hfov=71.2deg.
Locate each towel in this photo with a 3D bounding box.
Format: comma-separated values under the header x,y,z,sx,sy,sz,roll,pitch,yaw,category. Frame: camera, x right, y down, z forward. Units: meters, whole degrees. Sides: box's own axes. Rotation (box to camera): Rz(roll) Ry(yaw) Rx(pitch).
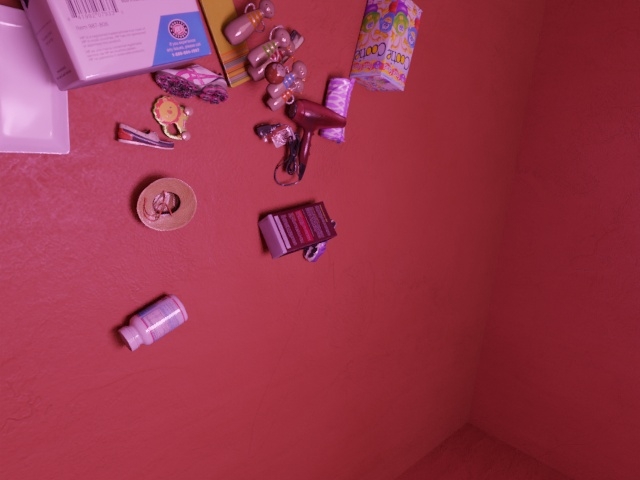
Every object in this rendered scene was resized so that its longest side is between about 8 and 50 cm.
x,y,z,sx,sy,sz,roll,pitch,yaw,category
-0.244,-0.536,1.181,0.102,0.021,0.237,-42,129,-36,towel

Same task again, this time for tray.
x,y,z,sx,sy,sz,roll,pitch,yaw,category
-0.586,-0.311,0.889,0.145,0.030,0.271,-8,108,-44,tray

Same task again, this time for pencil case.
x,y,z,sx,sy,sz,roll,pitch,yaw,category
0.055,-0.428,1.472,0.086,0.088,0.206,-2,103,-48,pencil case

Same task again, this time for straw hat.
x,y,z,sx,sy,sz,roll,pitch,yaw,category
-0.393,-0.097,1.135,0.144,0.061,0.145,-10,112,-26,straw hat

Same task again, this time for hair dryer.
x,y,z,sx,sy,sz,roll,pitch,yaw,category
-0.049,-0.326,1.393,0.293,0.080,0.224,-32,129,-9,hair dryer

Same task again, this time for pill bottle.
x,y,z,sx,sy,sz,roll,pitch,yaw,category
-0.438,0.216,1.170,0.160,0.087,0.087,-34,125,-34,pill bottle

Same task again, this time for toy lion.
x,y,z,sx,sy,sz,roll,pitch,yaw,category
-0.372,-0.305,1.115,0.096,0.034,0.100,1,102,-39,toy lion

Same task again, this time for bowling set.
x,y,z,sx,sy,sz,roll,pitch,yaw,category
-0.101,-0.466,1.176,0.154,0.200,0.287,-40,134,-6,bowling set

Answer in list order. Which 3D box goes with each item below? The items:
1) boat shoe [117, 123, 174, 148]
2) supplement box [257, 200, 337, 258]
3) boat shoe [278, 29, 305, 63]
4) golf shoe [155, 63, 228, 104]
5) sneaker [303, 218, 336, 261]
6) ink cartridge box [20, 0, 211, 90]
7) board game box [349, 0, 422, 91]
x,y,z,sx,sy,sz,roll,pitch,yaw,category
-0.416,-0.247,1.075,0.137,0.049,0.043,3,98,-42,boat shoe
-0.070,-0.037,1.443,0.239,0.073,0.130,-18,82,-41,supplement box
-0.110,-0.546,1.296,0.049,0.056,0.152,44,78,-17,boat shoe
-0.323,-0.401,1.119,0.186,0.067,0.086,2,70,-42,golf shoe
0.000,0.000,1.586,0.170,0.068,0.071,-57,151,-5,sneaker
-0.425,-0.526,0.859,0.285,0.166,0.395,-31,117,-37,ink cartridge box
0.224,-0.670,1.529,0.144,0.142,0.275,9,96,-47,board game box
